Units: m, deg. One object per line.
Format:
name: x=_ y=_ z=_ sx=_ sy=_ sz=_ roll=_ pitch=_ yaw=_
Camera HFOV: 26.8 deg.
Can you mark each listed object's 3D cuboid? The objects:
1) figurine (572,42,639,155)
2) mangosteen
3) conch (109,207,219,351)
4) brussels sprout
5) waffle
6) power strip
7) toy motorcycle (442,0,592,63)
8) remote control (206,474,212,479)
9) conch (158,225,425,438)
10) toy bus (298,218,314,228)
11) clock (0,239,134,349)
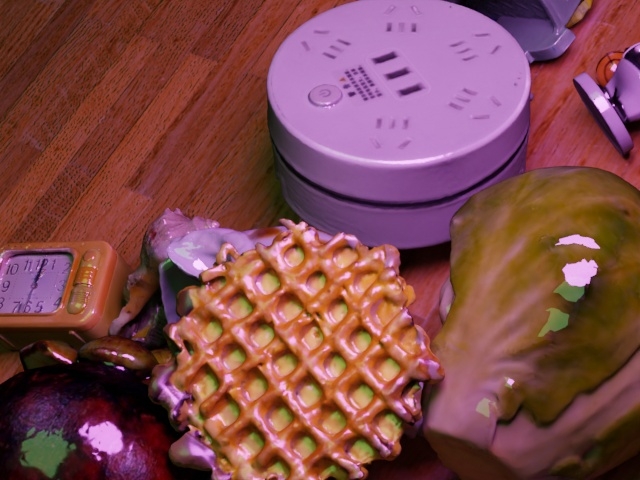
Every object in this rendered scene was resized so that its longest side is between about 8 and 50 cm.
figurine: x=0.447 y=-0.224 z=1.701 sx=0.236 sy=0.133 sz=0.176 roll=-32 pitch=32 yaw=8
mangosteen: x=-0.265 y=0.261 z=1.526 sx=0.311 sy=0.311 sz=0.311 roll=-12 pitch=54 yaw=17
conch: x=-0.205 y=0.072 z=1.778 sx=0.163 sy=0.178 sz=0.245 roll=45 pitch=115 yaw=1
brussels sprout: x=0.257 y=0.096 z=1.475 sx=0.315 sy=0.276 sz=0.371 roll=2 pitch=60 yaw=29
waffle: x=-0.034 y=0.129 z=1.435 sx=0.329 sy=0.062 sz=0.329 roll=-4 pitch=76 yaw=15
power strip: x=0.110 y=-0.162 z=1.729 sx=0.357 sy=0.161 sz=0.357 roll=-2 pitch=46 yaw=2
toy motorcycle: x=0.201 y=-0.353 z=1.880 sx=0.326 sy=0.191 sz=0.200 roll=13 pitch=67 yaw=47
remote control: x=-0.051 y=0.286 z=1.632 sx=0.313 sy=0.055 sz=0.109 roll=-44 pitch=58 yaw=-14
conch: x=-0.020 y=0.115 z=1.592 sx=0.368 sy=0.197 sz=0.249 roll=54 pitch=127 yaw=24
toy bus: x=0.000 y=0.000 z=1.772 sx=0.063 sy=0.090 sz=0.203 roll=8 pitch=62 yaw=16
clock: x=-0.374 y=0.077 z=1.888 sx=0.202 sy=0.096 sz=0.143 roll=-3 pitch=61 yaw=23
